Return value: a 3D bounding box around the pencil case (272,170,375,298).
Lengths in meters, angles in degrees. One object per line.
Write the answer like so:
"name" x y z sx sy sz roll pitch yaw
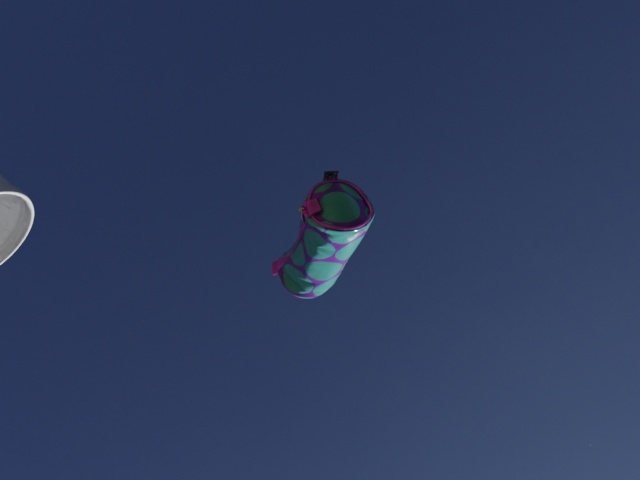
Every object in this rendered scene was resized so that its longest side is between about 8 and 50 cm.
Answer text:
"pencil case" 0.000 0.000 0.789 0.070 0.151 0.064 6 -121 -12

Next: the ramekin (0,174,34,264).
"ramekin" -0.565 -0.032 1.237 0.109 0.207 0.207 44 -88 16
